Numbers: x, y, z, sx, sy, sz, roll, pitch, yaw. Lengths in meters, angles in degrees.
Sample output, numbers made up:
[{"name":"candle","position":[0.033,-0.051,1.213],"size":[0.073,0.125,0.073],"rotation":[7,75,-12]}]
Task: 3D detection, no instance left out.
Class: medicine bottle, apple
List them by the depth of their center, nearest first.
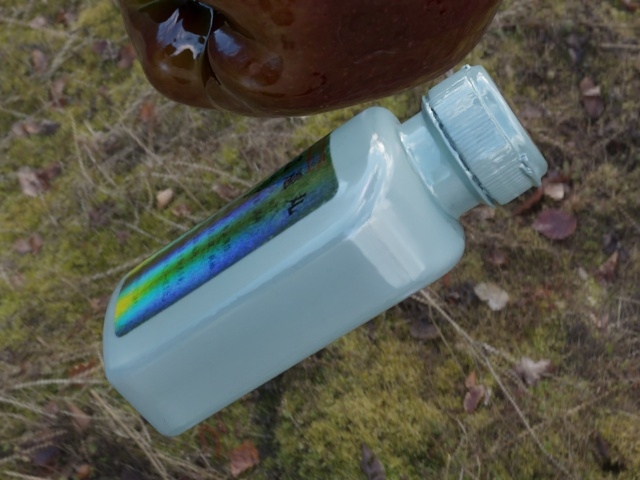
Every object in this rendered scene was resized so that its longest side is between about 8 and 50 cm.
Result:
[{"name":"medicine bottle","position":[0.000,0.000,0.440],"size":[0.229,0.083,0.121],"rotation":[-34,20,16]},{"name":"apple","position":[-0.006,-0.237,0.649],"size":[0.288,0.288,0.317],"rotation":[36,53,28]}]
